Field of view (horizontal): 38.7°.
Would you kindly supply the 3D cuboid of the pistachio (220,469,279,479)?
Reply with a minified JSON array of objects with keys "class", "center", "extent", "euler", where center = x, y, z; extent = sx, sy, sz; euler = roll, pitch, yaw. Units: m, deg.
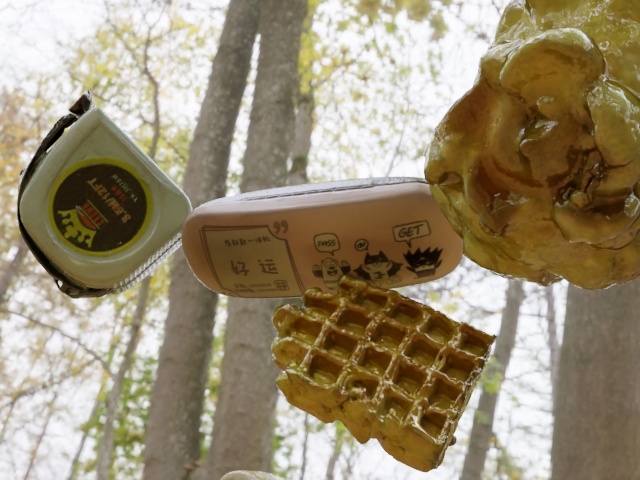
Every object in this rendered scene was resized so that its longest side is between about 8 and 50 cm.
[{"class":"pistachio","center":[-0.092,0.418,1.403],"extent":[0.100,0.110,0.189],"euler":[37,-9,-38]}]

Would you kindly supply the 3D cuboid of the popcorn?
[{"class":"popcorn","center":[0.202,-0.084,0.727],"extent":[0.252,0.215,0.286],"euler":[-11,-43,-32]}]

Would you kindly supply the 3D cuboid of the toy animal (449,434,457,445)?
[{"class":"toy animal","center":[0.080,0.169,1.185],"extent":[0.312,0.157,0.097],"euler":[26,-20,48]}]

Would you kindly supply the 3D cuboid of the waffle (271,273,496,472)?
[{"class":"waffle","center":[0.046,0.117,0.887],"extent":[0.210,0.160,0.055],"euler":[22,-45,14]}]

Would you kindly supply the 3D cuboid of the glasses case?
[{"class":"glasses case","center":[0.000,0.000,0.976],"extent":[0.314,0.075,0.122],"euler":[-5,-59,18]}]

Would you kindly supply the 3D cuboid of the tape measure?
[{"class":"tape measure","center":[-0.304,-0.046,1.201],"extent":[0.235,0.207,0.115],"euler":[45,-13,6]}]
